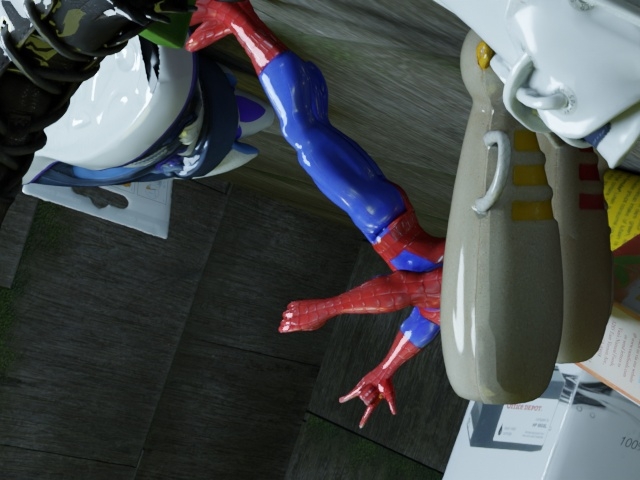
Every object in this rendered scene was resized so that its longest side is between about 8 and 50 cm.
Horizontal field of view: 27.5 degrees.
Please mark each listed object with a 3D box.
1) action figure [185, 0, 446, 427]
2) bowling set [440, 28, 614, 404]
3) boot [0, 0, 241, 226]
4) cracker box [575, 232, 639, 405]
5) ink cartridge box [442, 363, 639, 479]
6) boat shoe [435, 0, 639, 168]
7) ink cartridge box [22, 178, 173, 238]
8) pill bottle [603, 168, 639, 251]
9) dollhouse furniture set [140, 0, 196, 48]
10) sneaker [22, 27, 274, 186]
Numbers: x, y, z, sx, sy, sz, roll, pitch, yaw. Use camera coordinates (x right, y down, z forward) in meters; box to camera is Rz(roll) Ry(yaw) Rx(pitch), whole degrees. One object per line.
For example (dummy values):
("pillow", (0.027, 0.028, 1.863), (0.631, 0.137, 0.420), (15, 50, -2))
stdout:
("action figure", (0.000, 0.000, 0.725), (0.280, 0.139, 0.091), (45, -170, 8))
("bowling set", (0.176, -0.016, 0.593), (0.199, 0.154, 0.287), (3, -175, 16))
("boot", (-0.122, -0.048, 0.523), (0.091, 0.229, 0.263), (24, -178, -35))
("cracker box", (0.277, 0.067, 0.745), (0.155, 0.067, 0.232), (-27, -135, -34))
("ink cartridge box", (0.285, 0.180, 1.148), (0.285, 0.395, 0.166), (19, 180, -22))
("boat shoe", (0.095, -0.065, 0.400), (0.258, 0.084, 0.095), (18, 179, 12))
("ink cartridge box", (-0.199, -0.095, 1.178), (0.145, 0.179, 0.045), (19, 151, -32))
("pill bottle", (0.246, 0.028, 0.943), (0.245, 0.136, 0.136), (18, 178, 23))
("dollhouse furniture set", (-0.130, -0.145, 0.688), (0.151, 0.059, 0.076), (17, 178, 28))
("sneaker", (-0.114, -0.116, 1.006), (0.236, 0.130, 0.322), (-9, 176, -37))
